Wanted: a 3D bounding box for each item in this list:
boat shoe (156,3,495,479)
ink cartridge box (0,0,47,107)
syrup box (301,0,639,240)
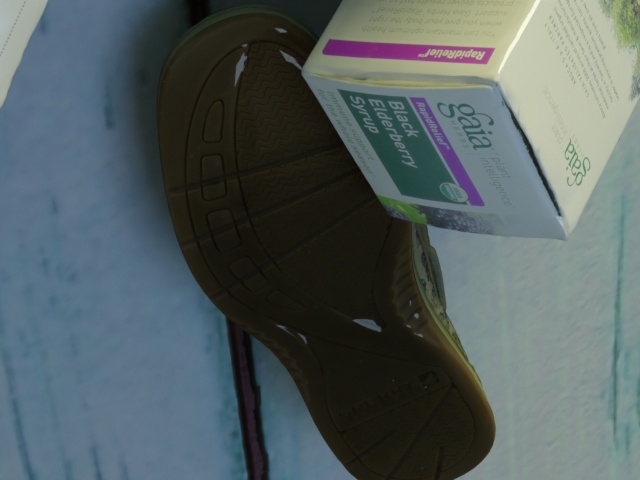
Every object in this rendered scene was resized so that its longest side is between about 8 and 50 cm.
[{"bbox_3d":[0.000,0.000,0.871,0.105,0.089,0.285,-18,128,6],"label":"boat shoe"},{"bbox_3d":[-0.168,-0.144,0.603,0.189,0.097,0.255,22,95,-35],"label":"ink cartridge box"},{"bbox_3d":[0.095,-0.122,0.785,0.237,0.096,0.093,-59,138,-26],"label":"syrup box"}]
